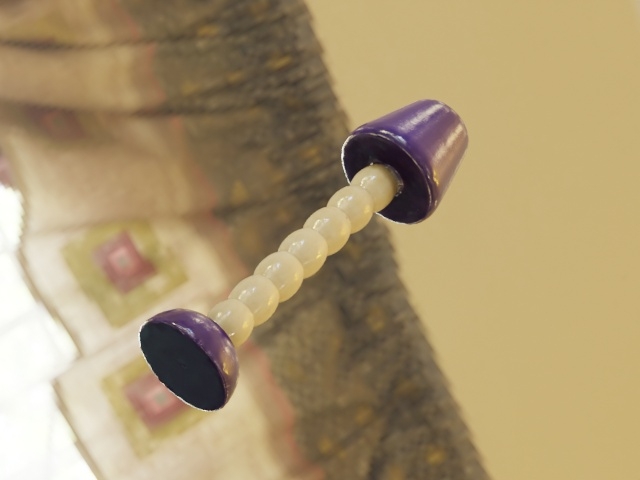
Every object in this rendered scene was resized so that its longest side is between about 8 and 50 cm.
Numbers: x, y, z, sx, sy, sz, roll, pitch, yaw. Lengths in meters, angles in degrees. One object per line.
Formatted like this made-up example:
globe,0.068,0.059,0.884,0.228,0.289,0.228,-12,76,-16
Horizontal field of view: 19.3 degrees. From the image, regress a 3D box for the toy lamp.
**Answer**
toy lamp,0.000,0.000,1.205,0.080,0.274,0.080,30,-36,25
